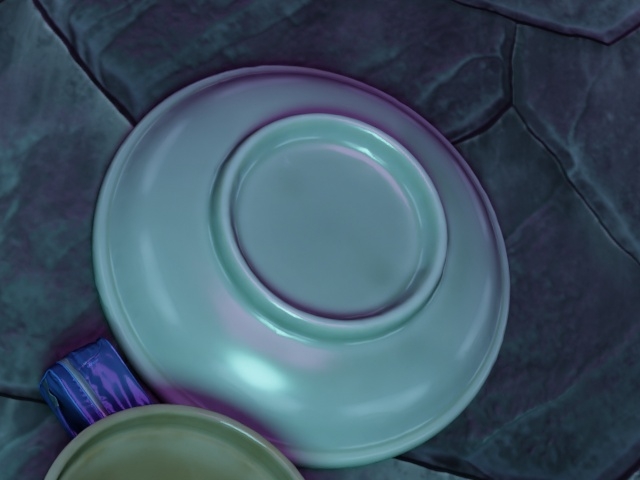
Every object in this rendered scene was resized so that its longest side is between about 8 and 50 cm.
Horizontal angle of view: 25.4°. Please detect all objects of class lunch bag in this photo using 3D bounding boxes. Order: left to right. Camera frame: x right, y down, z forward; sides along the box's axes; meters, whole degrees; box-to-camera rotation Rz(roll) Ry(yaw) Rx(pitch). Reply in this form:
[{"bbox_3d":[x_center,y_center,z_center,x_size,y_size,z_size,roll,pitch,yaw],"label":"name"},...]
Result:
[{"bbox_3d":[-0.185,0.138,1.169,0.065,0.067,0.098,-33,81,-27],"label":"lunch bag"}]

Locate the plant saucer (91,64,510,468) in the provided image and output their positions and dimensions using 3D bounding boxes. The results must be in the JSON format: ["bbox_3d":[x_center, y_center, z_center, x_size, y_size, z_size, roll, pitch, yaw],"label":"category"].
[{"bbox_3d":[0.000,0.000,1.275,0.400,0.100,0.400,7,65,-15],"label":"plant saucer"}]

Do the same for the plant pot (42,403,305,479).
[{"bbox_3d":[-0.118,0.256,1.101,0.237,0.110,0.237,14,51,-17],"label":"plant pot"}]
